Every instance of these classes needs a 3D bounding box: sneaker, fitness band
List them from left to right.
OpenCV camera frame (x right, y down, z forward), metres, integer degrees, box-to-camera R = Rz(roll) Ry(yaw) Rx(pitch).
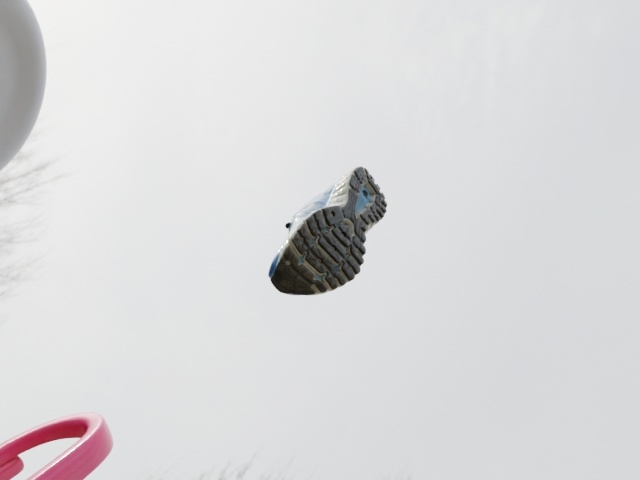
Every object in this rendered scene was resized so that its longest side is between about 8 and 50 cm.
[{"bbox_3d":[-0.416,0.323,0.891,0.209,0.291,0.054,-16,-80,28],"label":"fitness band"},{"bbox_3d":[0.000,0.000,0.561,0.073,0.162,0.063,-26,-76,37],"label":"sneaker"}]

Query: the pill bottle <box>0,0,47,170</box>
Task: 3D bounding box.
[{"bbox_3d":[-0.448,-0.187,0.580,0.363,0.210,0.210,22,-53,18],"label":"pill bottle"}]
